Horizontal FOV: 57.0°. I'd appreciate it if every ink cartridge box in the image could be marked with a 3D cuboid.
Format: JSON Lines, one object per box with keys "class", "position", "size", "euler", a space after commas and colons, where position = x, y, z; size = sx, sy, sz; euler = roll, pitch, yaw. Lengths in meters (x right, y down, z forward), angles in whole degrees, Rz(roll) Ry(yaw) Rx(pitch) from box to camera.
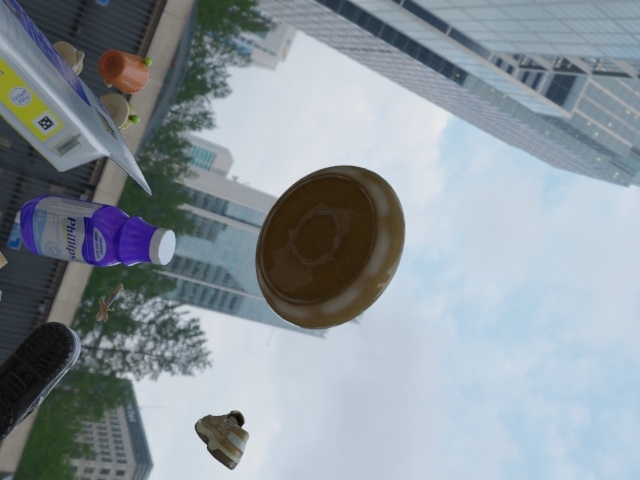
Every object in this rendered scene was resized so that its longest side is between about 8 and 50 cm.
{"class": "ink cartridge box", "position": [-0.345, -0.204, 0.682], "size": [0.072, 0.307, 0.303], "euler": [-35, -138, -5]}

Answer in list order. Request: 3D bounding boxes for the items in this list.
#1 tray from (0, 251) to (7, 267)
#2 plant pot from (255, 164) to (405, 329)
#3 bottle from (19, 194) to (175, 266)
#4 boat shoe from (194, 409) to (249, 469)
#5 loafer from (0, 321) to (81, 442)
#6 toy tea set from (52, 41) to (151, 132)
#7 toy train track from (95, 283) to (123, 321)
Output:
{"class": "tray", "position": [-0.635, -0.070, 0.799], "size": [0.076, 0.410, 0.202], "euler": [3, -142, 28]}
{"class": "plant pot", "position": [0.000, 0.000, 0.790], "size": [0.237, 0.032, 0.236], "euler": [-14, -117, 29]}
{"class": "bottle", "position": [-0.416, -0.010, 1.105], "size": [0.092, 0.283, 0.118], "euler": [-58, 156, -64]}
{"class": "boat shoe", "position": [-0.151, 0.310, 0.959], "size": [0.072, 0.068, 0.190], "euler": [-52, -161, -15]}
{"class": "loafer", "position": [-0.632, 0.318, 1.229], "size": [0.366, 0.133, 0.130], "euler": [-40, 175, -1]}
{"class": "toy tea set", "position": [-0.563, -0.373, 1.442], "size": [0.336, 0.124, 0.199], "euler": [13, -86, 16]}
{"class": "toy train track", "position": [-0.336, 0.100, 0.948], "size": [0.083, 0.014, 0.048], "euler": [-48, -131, 23]}
